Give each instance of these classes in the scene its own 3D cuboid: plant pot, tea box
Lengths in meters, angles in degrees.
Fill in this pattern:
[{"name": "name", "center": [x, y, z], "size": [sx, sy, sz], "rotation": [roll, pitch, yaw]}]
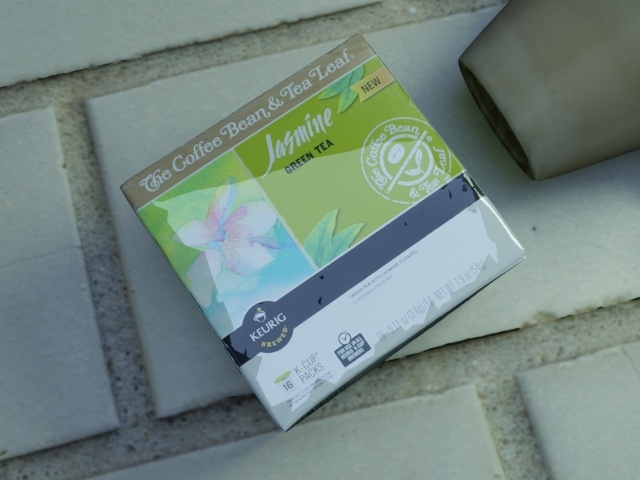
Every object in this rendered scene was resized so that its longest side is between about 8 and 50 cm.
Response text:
[{"name": "plant pot", "center": [0.340, -0.225, 0.953], "size": [0.280, 0.323, 0.323], "rotation": [-33, 80, 8]}, {"name": "tea box", "center": [0.000, 0.000, 0.918], "size": [0.329, 0.220, 0.324], "rotation": [-35, 80, -8]}]
